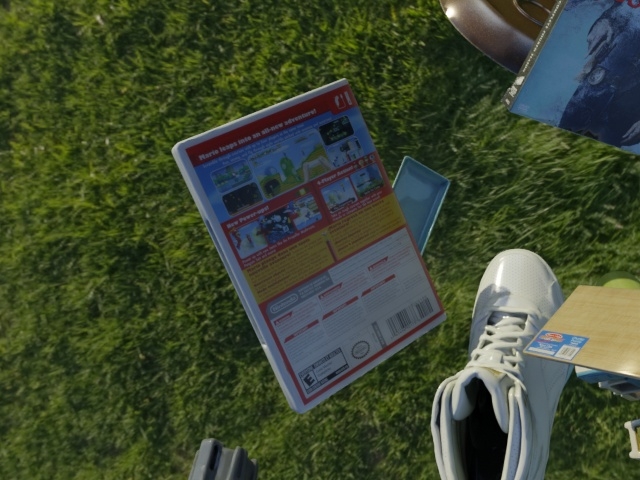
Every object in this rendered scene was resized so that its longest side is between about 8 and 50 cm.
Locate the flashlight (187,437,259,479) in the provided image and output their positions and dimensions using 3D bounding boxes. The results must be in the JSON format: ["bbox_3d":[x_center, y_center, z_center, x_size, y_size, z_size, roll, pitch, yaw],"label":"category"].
[{"bbox_3d":[-0.131,0.391,0.701,0.103,0.304,0.103,20,137,-11],"label":"flashlight"}]

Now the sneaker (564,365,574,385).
[{"bbox_3d":[0.304,0.242,0.993,0.135,0.150,0.366,58,150,27],"label":"sneaker"}]

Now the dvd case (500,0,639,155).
[{"bbox_3d":[0.146,-0.098,0.274,0.087,0.013,0.120,16,121,-11],"label":"dvd case"}]

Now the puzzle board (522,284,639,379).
[{"bbox_3d":[0.248,0.075,0.531,0.011,0.096,0.128,56,157,-17],"label":"puzzle board"}]

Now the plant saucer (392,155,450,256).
[{"bbox_3d":[0.092,-0.005,0.740,0.067,0.018,0.192,28,70,-9],"label":"plant saucer"}]

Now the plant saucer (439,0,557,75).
[{"bbox_3d":[0.343,-0.356,1.031,0.310,0.310,0.050,45,134,15],"label":"plant saucer"}]

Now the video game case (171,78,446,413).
[{"bbox_3d":[0.000,0.000,0.644,0.025,0.204,0.285,-9,107,63],"label":"video game case"}]

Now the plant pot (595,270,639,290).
[{"bbox_3d":[0.358,0.077,0.739,0.083,0.079,0.083,5,121,8],"label":"plant pot"}]

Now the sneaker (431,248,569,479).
[{"bbox_3d":[0.182,0.122,0.609,0.108,0.169,0.293,0,67,25],"label":"sneaker"}]

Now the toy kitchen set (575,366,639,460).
[{"bbox_3d":[0.588,0.307,1.163,0.122,0.207,0.166,-28,47,44],"label":"toy kitchen set"}]
